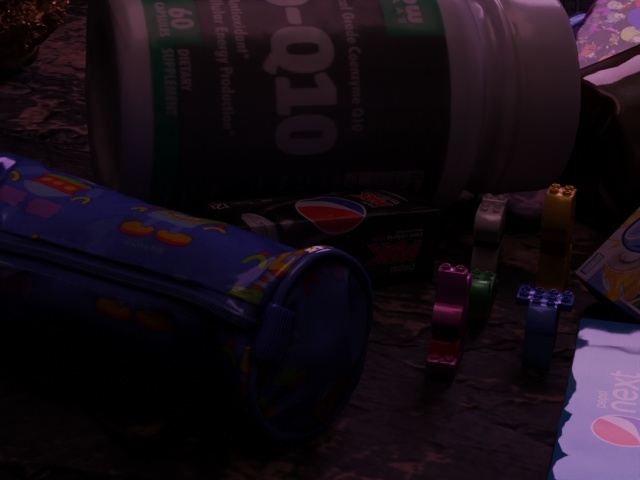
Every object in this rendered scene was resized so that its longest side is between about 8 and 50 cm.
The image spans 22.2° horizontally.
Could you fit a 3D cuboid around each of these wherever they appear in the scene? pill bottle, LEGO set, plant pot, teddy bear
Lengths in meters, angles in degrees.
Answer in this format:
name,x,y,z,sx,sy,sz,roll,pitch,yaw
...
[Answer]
name,x,y,z,sx,sy,sz,roll,pitch,yaw
pill bottle,0.005,-0.115,1.284,0.361,0.204,0.204,-4,23,-16
LEGO set,0.138,0.011,1.134,0.087,0.093,0.227,8,22,11
plant pot,0.277,-0.093,1.350,0.165,0.167,0.167,-19,30,-28
teddy bear,-0.416,-0.220,1.652,0.338,0.113,0.245,-7,16,-6

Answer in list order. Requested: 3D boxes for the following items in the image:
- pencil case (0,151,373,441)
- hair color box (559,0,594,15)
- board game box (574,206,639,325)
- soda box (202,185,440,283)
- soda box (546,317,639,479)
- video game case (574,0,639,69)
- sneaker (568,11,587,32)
name,x,y,z,sx,sy,sz,roll,pitch,yaw
pencil case,-0.121,0.028,1.018,0.306,0.119,0.133,16,1,29
hair color box,0.213,-0.292,1.840,0.174,0.105,0.347,17,33,32
board game box,0.287,-0.013,1.125,0.201,0.035,0.136,-46,32,-1
soda box,0.000,0.000,1.188,0.169,0.060,0.053,-6,24,-22
soda box,0.168,0.117,0.909,0.071,0.067,0.210,7,22,11
video game case,0.351,-0.179,1.577,0.210,0.042,0.232,18,50,22
sneaker,0.244,-0.173,1.658,0.221,0.083,0.087,-14,41,-26
